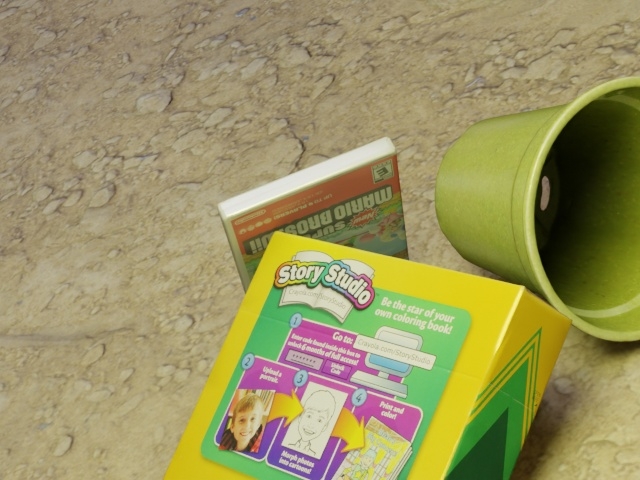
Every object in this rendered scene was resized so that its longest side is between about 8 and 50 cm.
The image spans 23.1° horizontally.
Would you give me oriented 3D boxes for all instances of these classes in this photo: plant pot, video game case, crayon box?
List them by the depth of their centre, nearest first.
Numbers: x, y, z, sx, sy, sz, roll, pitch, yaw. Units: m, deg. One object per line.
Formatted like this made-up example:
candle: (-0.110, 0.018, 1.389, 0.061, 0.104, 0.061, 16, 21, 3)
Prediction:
crayon box: (0.038, 0.172, 1.602, 0.363, 0.106, 0.313, 13, 74, 46)
plant pot: (0.267, -0.044, 1.728, 0.276, 0.276, 0.254, -40, 22, -19)
video game case: (0.000, 0.000, 1.808, 0.204, 0.285, 0.025, -22, 61, -5)
